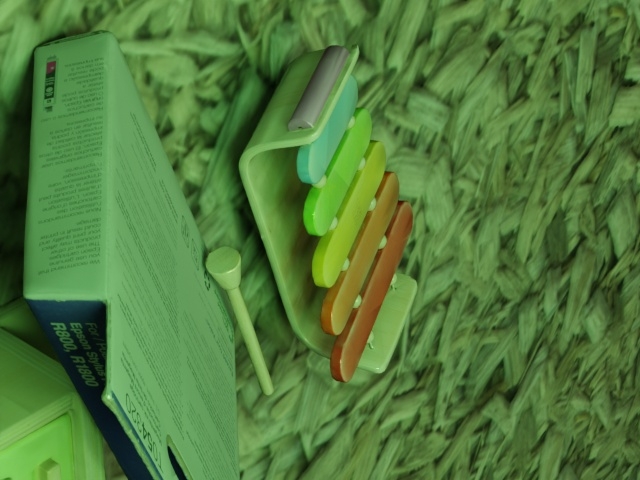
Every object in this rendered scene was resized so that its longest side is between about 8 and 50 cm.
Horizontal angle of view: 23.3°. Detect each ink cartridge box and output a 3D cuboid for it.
[{"bbox_3d":[-0.126,0.077,1.103,0.324,0.071,0.330,72,10,-46],"label":"ink cartridge box"}]

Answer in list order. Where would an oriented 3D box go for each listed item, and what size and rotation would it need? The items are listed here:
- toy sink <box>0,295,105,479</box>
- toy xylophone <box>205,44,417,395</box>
[{"bbox_3d":[-0.237,0.162,1.122,0.234,0.131,0.153,-29,133,-42],"label":"toy sink"},{"bbox_3d":[0.000,0.000,1.343,0.323,0.081,0.236,66,37,-51],"label":"toy xylophone"}]
